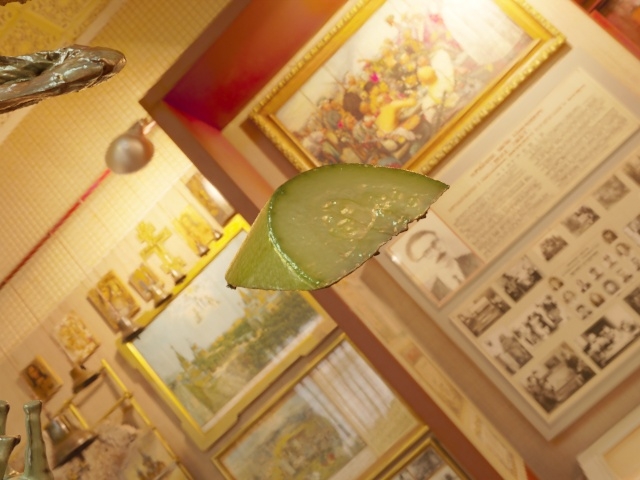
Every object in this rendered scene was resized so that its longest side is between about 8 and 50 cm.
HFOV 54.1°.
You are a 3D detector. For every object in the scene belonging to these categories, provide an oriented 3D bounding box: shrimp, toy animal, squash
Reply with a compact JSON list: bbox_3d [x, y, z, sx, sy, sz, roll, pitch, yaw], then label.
[{"bbox_3d":[-0.238,-0.112,0.460,0.190,0.042,0.101,-17,25,-9],"label":"shrimp"},{"bbox_3d":[-0.315,0.247,0.637,0.090,0.170,0.255,-4,-15,-3],"label":"toy animal"},{"bbox_3d":[0.000,0.000,0.755,0.237,0.204,0.155,-34,-34,-38],"label":"squash"}]

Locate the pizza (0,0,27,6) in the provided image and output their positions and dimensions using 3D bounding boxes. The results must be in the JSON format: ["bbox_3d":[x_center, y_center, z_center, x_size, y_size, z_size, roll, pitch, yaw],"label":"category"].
[{"bbox_3d":[-0.340,-0.455,0.748,0.114,0.408,0.278,20,-21,-32],"label":"pizza"}]
